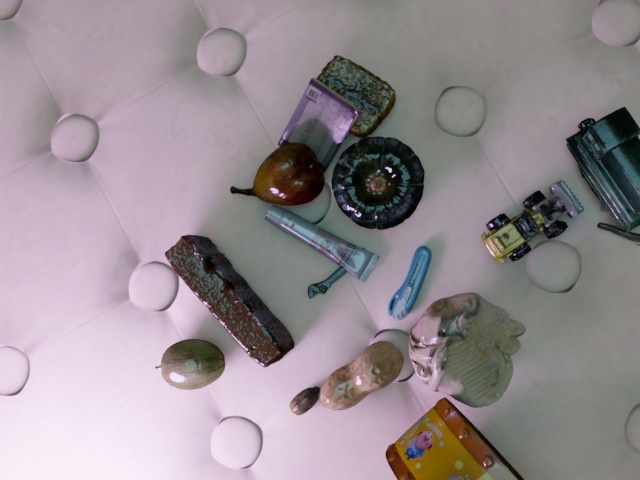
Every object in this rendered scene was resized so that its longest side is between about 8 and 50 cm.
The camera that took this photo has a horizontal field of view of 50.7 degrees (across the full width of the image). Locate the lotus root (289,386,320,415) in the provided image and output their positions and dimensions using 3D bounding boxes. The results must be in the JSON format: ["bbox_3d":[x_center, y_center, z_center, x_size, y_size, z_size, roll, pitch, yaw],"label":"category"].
[{"bbox_3d":[-0.040,0.437,1.850,0.099,0.049,0.054,-41,82,-5],"label":"lotus root"}]

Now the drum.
[{"bbox_3d":[0.365,0.597,1.624,0.214,0.431,0.431,-43,84,1],"label":"drum"}]

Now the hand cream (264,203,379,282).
[{"bbox_3d":[0.000,0.000,1.877,0.331,0.058,0.085,30,82,3],"label":"hand cream"}]

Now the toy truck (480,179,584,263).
[{"bbox_3d":[0.568,-0.050,1.799,0.286,0.111,0.136,-34,82,0],"label":"toy truck"}]

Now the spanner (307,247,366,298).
[{"bbox_3d":[0.047,0.092,1.884,0.208,0.012,0.046,-40,83,1],"label":"spanner"}]

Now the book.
[{"bbox_3d":[-0.006,-0.309,1.845,0.158,0.026,0.231,35,127,4],"label":"book"}]

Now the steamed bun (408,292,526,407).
[{"bbox_3d":[0.361,0.279,1.759,0.280,0.207,0.267,31,80,-24],"label":"steamed bun"}]

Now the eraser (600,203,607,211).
[{"bbox_3d":[0.804,-0.095,1.825,0.083,0.019,0.038,3,85,5],"label":"eraser"}]

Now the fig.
[{"bbox_3d":[-0.130,-0.164,1.863,0.274,0.145,0.170,-15,106,21],"label":"fig"}]

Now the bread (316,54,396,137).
[{"bbox_3d":[0.084,-0.392,1.871,0.222,0.096,0.181,32,91,4],"label":"bread"}]

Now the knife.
[{"bbox_3d":[0.247,0.118,1.854,0.064,0.031,0.221,24,88,10],"label":"knife"}]

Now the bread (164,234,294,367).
[{"bbox_3d":[-0.238,0.161,1.830,0.113,0.165,0.416,-42,84,7],"label":"bread"}]

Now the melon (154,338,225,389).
[{"bbox_3d":[-0.356,0.338,1.840,0.192,0.139,0.139,-6,86,3],"label":"melon"}]

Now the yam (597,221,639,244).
[{"bbox_3d":[0.860,-0.005,1.814,0.234,0.029,0.027,17,61,7],"label":"yam"}]

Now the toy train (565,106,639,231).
[{"bbox_3d":[0.779,-0.188,1.744,0.139,0.178,0.330,-28,77,-2],"label":"toy train"}]

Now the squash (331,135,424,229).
[{"bbox_3d":[0.153,-0.155,1.814,0.252,0.165,0.252,0,88,7],"label":"squash"}]

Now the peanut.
[{"bbox_3d":[0.107,0.367,1.806,0.257,0.123,0.123,-35,84,0],"label":"peanut"}]
